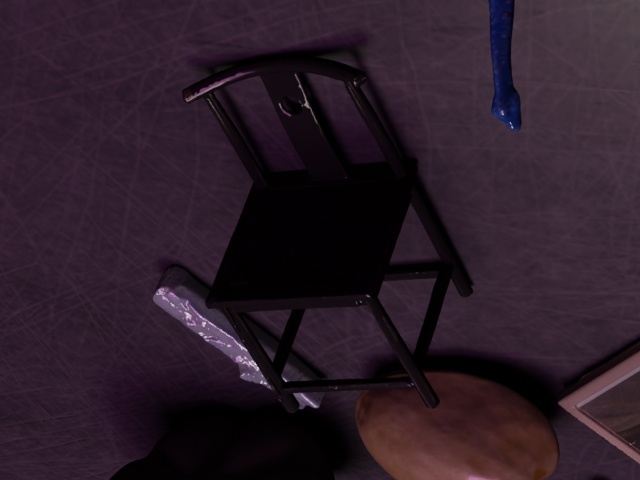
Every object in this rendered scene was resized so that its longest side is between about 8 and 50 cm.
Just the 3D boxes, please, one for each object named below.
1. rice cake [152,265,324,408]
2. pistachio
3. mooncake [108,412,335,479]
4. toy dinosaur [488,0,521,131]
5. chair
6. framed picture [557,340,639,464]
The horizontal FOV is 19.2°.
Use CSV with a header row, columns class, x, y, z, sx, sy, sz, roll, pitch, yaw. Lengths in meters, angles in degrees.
class,x,y,z,sx,sy,sz,roll,pitch,yaw
rice cake,-0.070,0.090,1.638,0.180,0.042,0.030,39,141,-18
pistachio,0.112,0.168,1.598,0.185,0.108,0.126,11,117,24
mooncake,-0.091,0.266,1.705,0.245,0.245,0.133,-1,131,25
toy dinosaur,0.077,-0.236,1.146,0.076,0.144,0.329,-7,120,37
chair,0.000,0.000,1.434,0.154,0.141,0.260,-5,137,28
framed picture,0.346,0.158,1.543,0.260,0.023,0.189,36,136,-15
